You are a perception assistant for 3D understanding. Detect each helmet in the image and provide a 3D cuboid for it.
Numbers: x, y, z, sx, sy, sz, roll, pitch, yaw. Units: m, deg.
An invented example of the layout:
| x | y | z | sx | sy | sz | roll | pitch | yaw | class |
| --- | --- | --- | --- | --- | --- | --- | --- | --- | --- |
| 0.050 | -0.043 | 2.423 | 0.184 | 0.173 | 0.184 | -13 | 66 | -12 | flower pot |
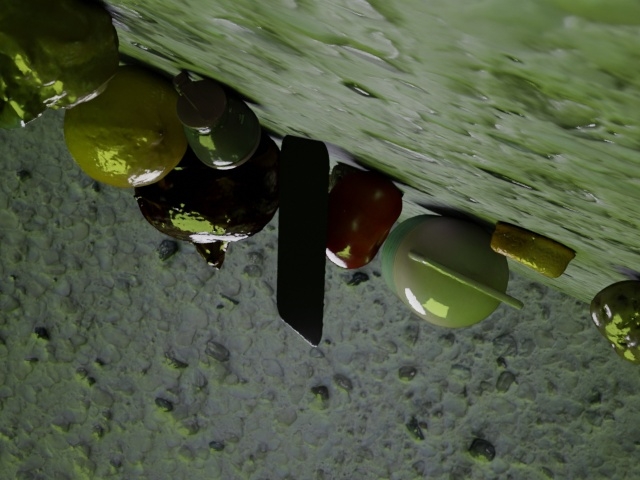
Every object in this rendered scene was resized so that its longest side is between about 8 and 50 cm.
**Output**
| x | y | z | sx | sy | sz | roll | pitch | yaw | class |
| --- | --- | --- | --- | --- | --- | --- | --- | --- | --- |
| 0.084 | -0.089 | 1.613 | 0.153 | 0.107 | 0.177 | 28 | -176 | 29 | helmet |

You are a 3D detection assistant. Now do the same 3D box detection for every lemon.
| x | y | z | sx | sy | sz | roll | pitch | yaw | class |
| --- | --- | --- | --- | --- | --- | --- | --- | --- | --- |
| -0.358 | -0.211 | 1.389 | 0.235 | 0.236 | 0.263 | 23 | 159 | -8 | lemon |

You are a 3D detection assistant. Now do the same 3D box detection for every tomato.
| x | y | z | sx | sy | sz | roll | pitch | yaw | class |
| --- | --- | --- | --- | --- | --- | --- | --- | --- | --- |
| 0.070 | -0.043 | 1.450 | 0.136 | 0.195 | 0.195 | 33 | -177 | 10 | tomato |

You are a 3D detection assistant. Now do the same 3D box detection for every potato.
| x | y | z | sx | sy | sz | roll | pitch | yaw | class |
| --- | --- | --- | --- | --- | --- | --- | --- | --- | --- |
| 0.544 | 0.133 | 1.263 | 0.155 | 0.137 | 0.200 | 58 | -163 | 23 | potato |

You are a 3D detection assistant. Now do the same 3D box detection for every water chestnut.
| x | y | z | sx | sy | sz | roll | pitch | yaw | class |
| --- | --- | --- | --- | --- | --- | --- | --- | --- | --- |
| -0.237 | -0.100 | 1.640 | 0.334 | 0.347 | 0.335 | -4 | -148 | 3 | water chestnut |

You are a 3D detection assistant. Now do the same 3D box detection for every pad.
| x | y | z | sx | sy | sz | roll | pitch | yaw | class |
| --- | --- | --- | --- | --- | --- | --- | --- | --- | --- |
| 0.000 | 0.000 | 1.385 | 0.063 | 0.376 | 0.315 | -3 | -166 | -22 | pad |

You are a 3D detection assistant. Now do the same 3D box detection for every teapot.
| x | y | z | sx | sy | sz | roll | pitch | yaw | class |
| --- | --- | --- | --- | --- | --- | --- | --- | --- | --- |
| -0.165 | -0.199 | 1.159 | 0.116 | 0.148 | 0.146 | -12 | 162 | 9 | teapot |

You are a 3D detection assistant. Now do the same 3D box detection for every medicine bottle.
| x | y | z | sx | sy | sz | roll | pitch | yaw | class |
| --- | --- | --- | --- | --- | --- | --- | --- | --- | --- |
| 0.276 | 0.066 | 1.629 | 0.235 | 0.236 | 0.406 | 23 | -178 | -7 | medicine bottle |

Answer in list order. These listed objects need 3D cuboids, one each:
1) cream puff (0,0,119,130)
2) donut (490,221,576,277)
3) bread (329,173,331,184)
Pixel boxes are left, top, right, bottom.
| x | y | z | sx | sy | sz | roll | pitch | yaw | class |
| --- | --- | --- | --- | --- | --- | --- | --- | --- | --- |
| -0.379 | -0.229 | 0.890 | 0.281 | 0.185 | 0.282 | 21 | -175 | -2 | cream puff |
| 0.374 | 0.018 | 1.337 | 0.151 | 0.058 | 0.152 | 25 | -177 | -2 | donut |
| 0.070 | -0.134 | 1.998 | 0.132 | 0.054 | 0.074 | 26 | -178 | 7 | bread |
